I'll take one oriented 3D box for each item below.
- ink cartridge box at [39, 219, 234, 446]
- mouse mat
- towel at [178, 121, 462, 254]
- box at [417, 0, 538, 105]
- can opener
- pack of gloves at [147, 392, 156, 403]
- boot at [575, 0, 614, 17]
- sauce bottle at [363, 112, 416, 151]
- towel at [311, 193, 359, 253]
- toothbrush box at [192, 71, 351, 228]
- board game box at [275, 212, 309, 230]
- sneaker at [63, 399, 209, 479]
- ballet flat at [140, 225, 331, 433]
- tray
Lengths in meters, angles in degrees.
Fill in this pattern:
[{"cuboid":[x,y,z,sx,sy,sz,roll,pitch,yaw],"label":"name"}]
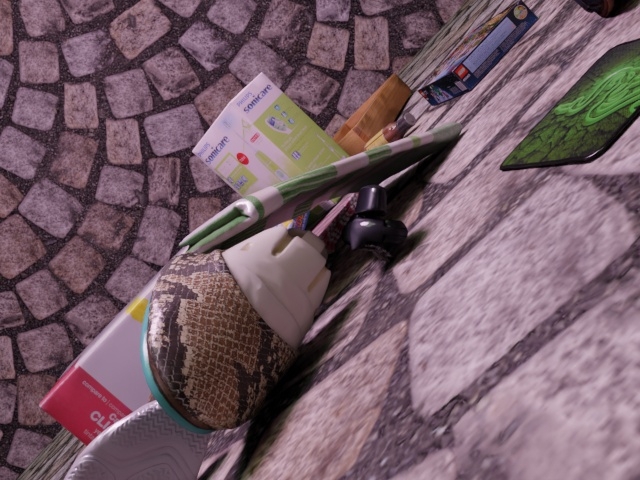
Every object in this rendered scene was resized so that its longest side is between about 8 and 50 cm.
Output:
[{"cuboid":[-0.269,0.159,1.325,0.384,0.160,0.279,-47,8,-2],"label":"ink cartridge box"},{"cuboid":[0.223,-0.114,0.610,0.152,0.007,0.190,-47,8,-3],"label":"mouse mat"},{"cuboid":[-0.003,-0.061,0.996,0.325,0.038,0.248,-22,-3,-30],"label":"towel"},{"cuboid":[0.259,-0.312,1.304,0.159,0.044,0.233,-47,7,-2],"label":"box"},{"cuboid":[0.057,-0.010,0.821,0.186,0.059,0.073,116,170,-83],"label":"can opener"},{"cuboid":[-0.179,0.168,1.058,0.232,0.046,0.195,37,-110,-89],"label":"pack of gloves"},{"cuboid":[0.316,-0.311,0.836,0.106,0.082,0.219,-47,5,21],"label":"boot"},{"cuboid":[0.129,-0.192,1.416,0.128,0.042,0.042,-34,14,52],"label":"sauce bottle"},{"cuboid":[0.000,0.000,1.190,0.144,0.029,0.197,-42,7,35],"label":"towel"},{"cuboid":[-0.090,-0.164,1.560,0.122,0.283,0.206,-52,10,-36],"label":"toothbrush box"},{"cuboid":[-0.101,-0.029,1.496,0.201,0.035,0.136,-16,50,46],"label":"board game box"},{"cuboid":[-0.216,0.252,0.748,0.268,0.101,0.153,-50,10,-8],"label":"sneaker"},{"cuboid":[-0.071,0.054,0.843,0.182,0.164,0.483,-37,4,2],"label":"ballet flat"},{"cuboid":[0.092,-0.250,1.812,0.203,0.076,0.411,-43,8,31],"label":"tray"}]
